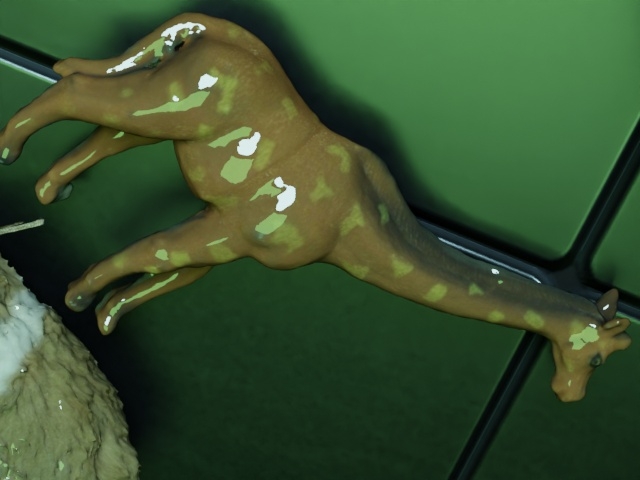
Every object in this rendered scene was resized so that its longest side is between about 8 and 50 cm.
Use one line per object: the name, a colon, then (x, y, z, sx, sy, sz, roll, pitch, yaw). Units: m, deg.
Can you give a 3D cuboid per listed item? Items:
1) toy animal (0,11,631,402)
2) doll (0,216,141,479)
toy animal: (0.000, 0.000, 0.554, 0.229, 0.066, 0.224, -18, 110, 10)
doll: (-0.146, 0.095, 0.593, 0.115, 0.105, 0.221, -19, 108, 8)
